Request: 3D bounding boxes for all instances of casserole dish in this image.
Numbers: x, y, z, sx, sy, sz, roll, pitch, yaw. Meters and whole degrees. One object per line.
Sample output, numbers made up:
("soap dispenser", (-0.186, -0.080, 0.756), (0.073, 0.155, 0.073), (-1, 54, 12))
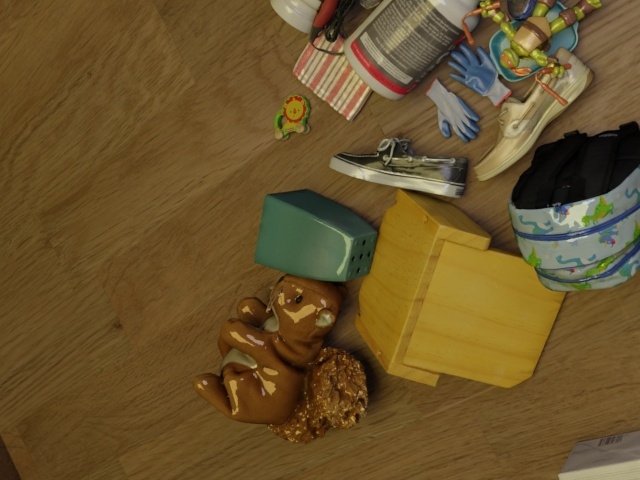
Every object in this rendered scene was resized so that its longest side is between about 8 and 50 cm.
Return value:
("casserole dish", (0.428, -0.396, 1.644), (0.188, 0.037, 0.114), (-28, 85, 32))

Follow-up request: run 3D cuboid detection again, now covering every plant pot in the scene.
("plant pot", (0.000, 0.000, 1.879), (0.234, 0.165, 0.166), (22, 109, 30))

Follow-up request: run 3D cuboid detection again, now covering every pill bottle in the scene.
("pill bottle", (0.014, -0.589, 1.780), (0.153, 0.153, 0.265), (49, 118, 14))
("pill bottle", (0.210, -0.452, 1.678), (0.318, 0.176, 0.176), (-43, 77, 30))

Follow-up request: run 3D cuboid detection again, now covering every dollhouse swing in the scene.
("dollhouse swing", (0.300, 0.112, 1.800), (0.315, 0.304, 0.347), (-126, 48, -61))

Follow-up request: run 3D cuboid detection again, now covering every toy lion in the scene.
("toy lion", (-0.068, -0.295, 1.957), (0.100, 0.034, 0.096), (-12, 86, 32))

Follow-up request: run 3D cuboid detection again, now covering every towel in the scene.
("towel", (0.040, -0.386, 1.880), (0.197, 0.029, 0.144), (42, 117, 14))

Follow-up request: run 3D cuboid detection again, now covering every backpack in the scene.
("backpack", (0.484, -0.064, 1.488), (0.290, 0.355, 0.274), (-3, 98, 30))

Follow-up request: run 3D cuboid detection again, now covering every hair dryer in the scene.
("hair dryer", (0.032, -0.506, 1.700), (0.223, 0.293, 0.080), (-34, 48, 15))

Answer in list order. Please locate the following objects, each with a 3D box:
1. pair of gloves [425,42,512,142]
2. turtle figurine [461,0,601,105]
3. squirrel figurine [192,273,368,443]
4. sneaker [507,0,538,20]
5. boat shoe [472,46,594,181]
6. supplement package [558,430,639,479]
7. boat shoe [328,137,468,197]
("pair of gloves", (0.301, -0.304, 1.723), (0.159, 0.023, 0.198), (52, 131, 17))
("turtle figurine", (0.418, -0.386, 1.547), (0.217, 0.087, 0.269), (-45, 67, 5))
("squirrel figurine", (-0.045, 0.274, 1.951), (0.397, 0.281, 0.370), (42, 107, 2))
("sneaker", (0.385, -0.540, 1.601), (0.083, 0.087, 0.221), (3, 96, 46))
("boat shoe", (0.400, -0.247, 1.633), (0.098, 0.109, 0.302), (40, 113, -6))
("supplement package", (0.619, 0.551, 1.626), (0.177, 0.175, 0.293), (-20, 88, 30))
("boat shoe", (0.168, -0.171, 1.794), (0.306, 0.113, 0.105), (14, 99, 25))
